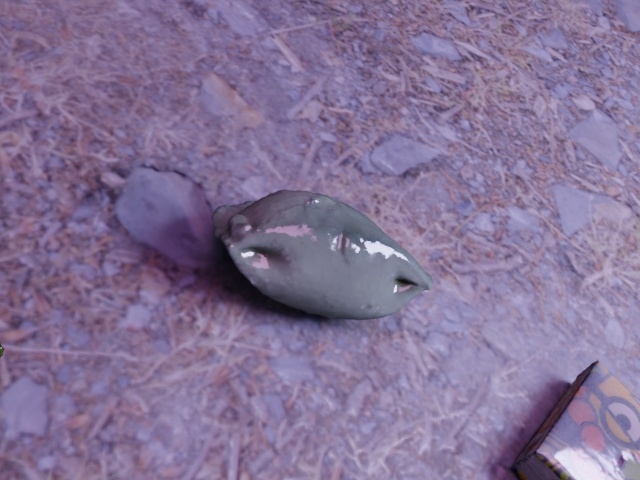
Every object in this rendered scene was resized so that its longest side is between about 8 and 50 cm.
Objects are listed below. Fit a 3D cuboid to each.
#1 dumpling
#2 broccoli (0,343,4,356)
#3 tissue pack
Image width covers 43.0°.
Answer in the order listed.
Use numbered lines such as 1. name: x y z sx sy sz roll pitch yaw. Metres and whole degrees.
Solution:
1. dumpling: 0.004 -0.002 0.777 0.217 0.105 0.149 15 53 -15
2. broccoli: -0.287 0.128 0.544 0.138 0.146 0.162 58 26 -22
3. tissue pack: 0.267 0.204 0.789 0.108 0.060 0.148 45 50 10
